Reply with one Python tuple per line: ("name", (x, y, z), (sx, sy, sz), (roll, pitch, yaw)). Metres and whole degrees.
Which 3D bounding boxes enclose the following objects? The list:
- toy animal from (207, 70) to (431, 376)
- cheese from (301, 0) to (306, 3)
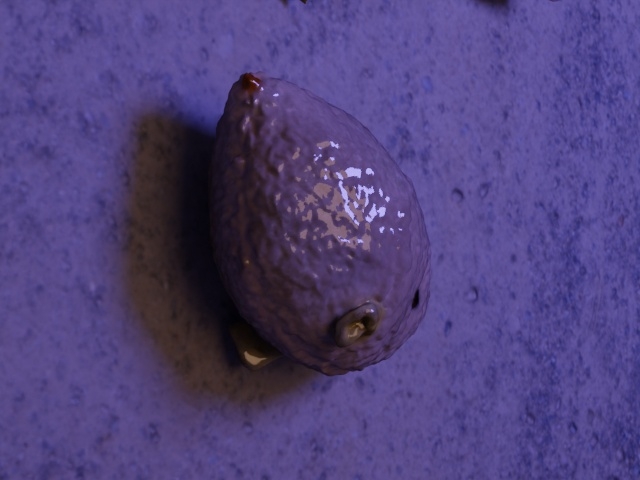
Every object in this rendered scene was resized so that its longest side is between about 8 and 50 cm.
("toy animal", (-0.004, -0.005, 1.481), (0.358, 0.188, 0.226), (57, 46, -26))
("cheese", (-0.003, -0.343, 1.557), (0.093, 0.126, 0.171), (29, 103, -31))
